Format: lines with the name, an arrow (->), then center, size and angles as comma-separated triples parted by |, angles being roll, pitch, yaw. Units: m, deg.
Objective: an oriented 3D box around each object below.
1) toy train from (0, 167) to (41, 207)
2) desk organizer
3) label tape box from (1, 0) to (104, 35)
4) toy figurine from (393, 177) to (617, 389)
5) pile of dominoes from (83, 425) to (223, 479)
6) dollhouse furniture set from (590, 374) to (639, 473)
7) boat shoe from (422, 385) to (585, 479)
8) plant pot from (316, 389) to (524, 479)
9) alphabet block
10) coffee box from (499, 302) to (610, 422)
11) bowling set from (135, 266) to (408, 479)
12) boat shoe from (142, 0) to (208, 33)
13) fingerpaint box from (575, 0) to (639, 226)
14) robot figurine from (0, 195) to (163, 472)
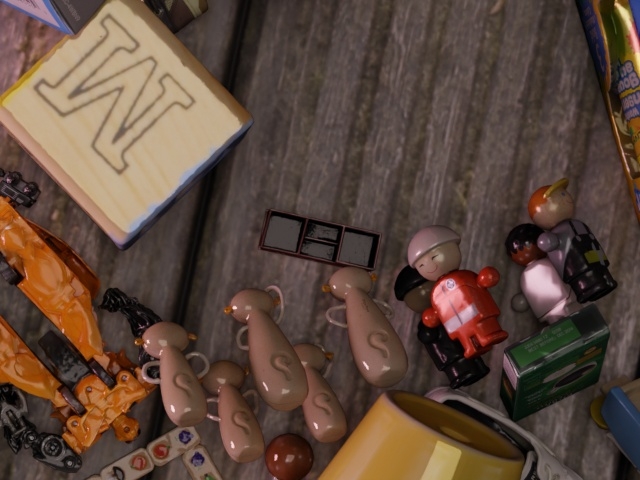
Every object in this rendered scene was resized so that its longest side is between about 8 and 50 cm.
toy train -> -0.379, -0.083, 1.944 | 0.158, 0.027, 0.036 | 33, 96, -4
desk organizer -> 0.000, 0.000, 1.961 | 0.130, 0.050, 0.047 | 12, 86, -5
label tape box -> -0.253, -0.406, 1.842 | 0.249, 0.115, 0.348 | 27, 73, 32
toy figurine -> 0.193, 0.042, 1.902 | 0.209, 0.213, 0.148 | -25, 74, -9
pile of dominoes -> -0.203, 0.342, 1.934 | 0.251, 0.040, 0.196 | -30, 90, -5
dollhouse furniture set -> 0.480, 0.261, 1.990 | 0.286, 0.198, 0.303 | -22, 57, -27
boat shoe -> 0.220, 0.256, 1.952 | 0.267, 0.088, 0.096 | 45, 84, -2
plant pot -> 0.089, 0.296, 1.836 | 0.254, 0.254, 0.239 | 25, 98, -4
alphabet block -> -0.208, -0.124, 1.880 | 0.193, 0.192, 0.197 | -44, 93, -7
coffee box -> 0.250, 0.135, 1.914 | 0.113, 0.184, 0.040 | -27, 69, -4
bowling set -> -0.061, 0.155, 1.917 | 0.287, 0.200, 0.154 | -8, 49, -18
boat shoe -> -0.218, -0.319, 1.940 | 0.073, 0.080, 0.223 | -43, 94, -8
fingerpaint box -> 0.413, -0.157, 1.809 | 0.163, 0.445, 0.371 | -16, 90, -5
robot figurine -> -0.294, 0.105, 1.913 | 0.211, 0.085, 0.291 | -41, 92, -5
